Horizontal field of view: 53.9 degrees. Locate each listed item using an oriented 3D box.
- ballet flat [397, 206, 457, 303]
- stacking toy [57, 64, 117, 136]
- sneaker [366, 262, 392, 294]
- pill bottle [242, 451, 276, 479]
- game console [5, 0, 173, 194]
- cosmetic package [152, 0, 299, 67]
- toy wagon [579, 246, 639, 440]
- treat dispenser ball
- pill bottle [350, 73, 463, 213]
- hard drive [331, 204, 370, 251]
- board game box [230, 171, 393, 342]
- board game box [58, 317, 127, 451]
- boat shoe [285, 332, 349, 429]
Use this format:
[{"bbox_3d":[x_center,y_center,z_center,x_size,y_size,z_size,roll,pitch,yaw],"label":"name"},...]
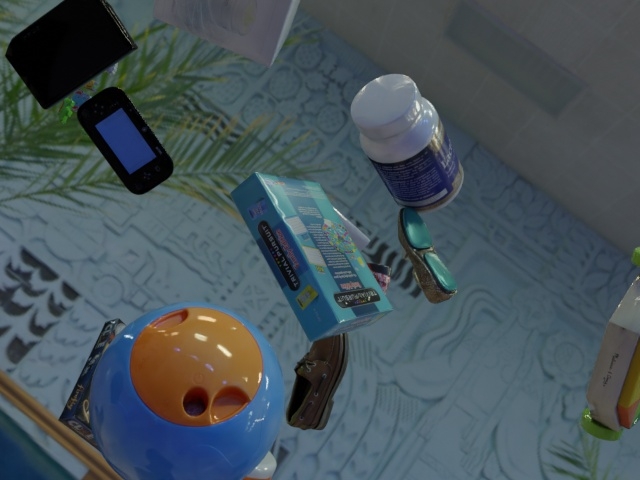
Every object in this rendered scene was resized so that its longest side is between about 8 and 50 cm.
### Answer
[{"bbox_3d":[0.187,0.032,1.200,0.067,0.073,0.206,-54,-134,42],"label":"ballet flat"},{"bbox_3d":[-0.560,-0.366,1.496,0.052,0.221,0.167,15,-4,3],"label":"stacking toy"},{"bbox_3d":[0.111,0.149,2.089,0.270,0.145,0.090,1,-19,46],"label":"sneaker"},{"bbox_3d":[-0.281,0.664,1.504,0.224,0.392,0.224,25,-2,1],"label":"pill bottle"},{"bbox_3d":[-0.399,-0.261,1.177,0.361,0.213,0.044,57,12,-14],"label":"game console"},{"bbox_3d":[-0.139,-0.452,1.056,0.224,0.138,0.224,21,-44,-7],"label":"cosmetic package"},{"bbox_3d":[0.483,0.130,0.900,0.068,0.344,0.267,26,-65,41],"label":"toy wagon"},{"bbox_3d":[-0.197,0.236,0.952,0.288,0.288,0.288,35,-17,13],"label":"treat dispenser ball"},{"bbox_3d":[0.164,-0.179,1.193,0.153,0.153,0.265,25,-15,39],"label":"pill bottle"},{"bbox_3d":[0.000,0.000,1.942,0.318,0.210,0.040,39,10,-50],"label":"hard drive"},{"bbox_3d":[-0.013,0.028,1.285,0.253,0.079,0.336,0,57,-60],"label":"board game box"},{"bbox_3d":[-0.425,0.307,1.312,0.042,0.243,0.165,-17,-52,23],"label":"board game box"},{"bbox_3d":[-0.009,0.344,1.639,0.104,0.307,0.110,14,-3,-30],"label":"boat shoe"}]
